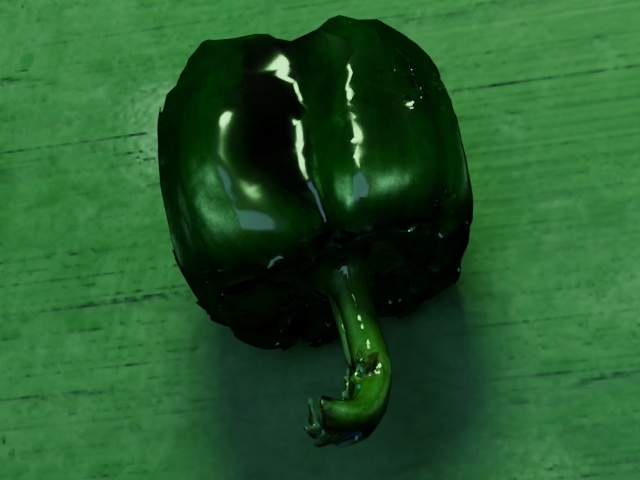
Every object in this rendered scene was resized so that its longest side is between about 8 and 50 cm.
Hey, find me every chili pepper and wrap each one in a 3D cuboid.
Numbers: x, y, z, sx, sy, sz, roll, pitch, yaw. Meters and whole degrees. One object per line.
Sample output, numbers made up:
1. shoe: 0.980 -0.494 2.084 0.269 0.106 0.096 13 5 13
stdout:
1. chili pepper: 0.000 0.000 1.133 0.174 0.165 0.261 -9 71 -6
